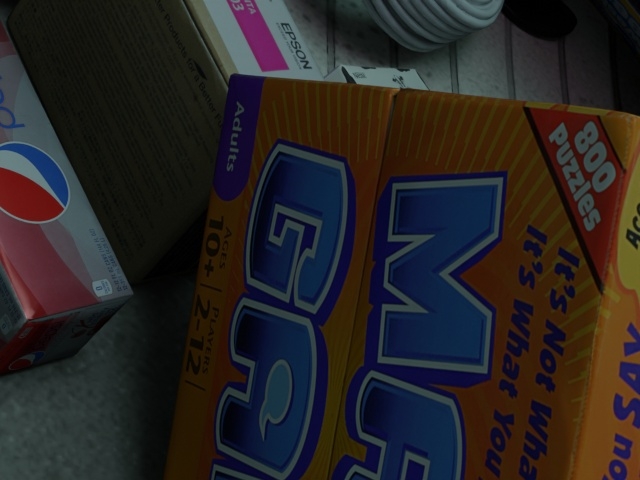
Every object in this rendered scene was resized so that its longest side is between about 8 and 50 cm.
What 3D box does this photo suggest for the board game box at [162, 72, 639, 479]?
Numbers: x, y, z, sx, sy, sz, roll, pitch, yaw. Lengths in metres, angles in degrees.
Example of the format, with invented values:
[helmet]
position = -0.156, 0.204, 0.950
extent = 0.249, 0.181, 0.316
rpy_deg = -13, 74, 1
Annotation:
[board game box]
position = 0.154, 0.115, 0.929
extent = 0.356, 0.356, 0.356
rpy_deg = 7, 94, -34

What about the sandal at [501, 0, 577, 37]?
[sandal]
position = 0.179, -0.261, 1.548
extent = 0.179, 0.040, 0.067
rpy_deg = 41, 44, -6

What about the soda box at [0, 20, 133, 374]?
[soda box]
position = -0.225, -0.049, 1.046
extent = 0.083, 0.092, 0.263
rpy_deg = -14, 69, -42

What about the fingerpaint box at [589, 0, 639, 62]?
[fingerpaint box]
position = 0.379, -0.248, 1.456
extent = 0.163, 0.371, 0.445
rpy_deg = -38, 85, -5

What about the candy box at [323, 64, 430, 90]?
[candy box]
position = 0.074, -0.039, 1.247
extent = 0.196, 0.070, 0.165
rpy_deg = 56, 22, 9

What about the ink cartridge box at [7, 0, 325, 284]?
[ink cartridge box]
position = -0.106, -0.118, 1.115
extent = 0.088, 0.193, 0.234
rpy_deg = -10, 67, -41

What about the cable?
[cable]
position = 0.080, -0.294, 1.393
extent = 0.257, 0.089, 0.257
rpy_deg = -32, 105, -63
